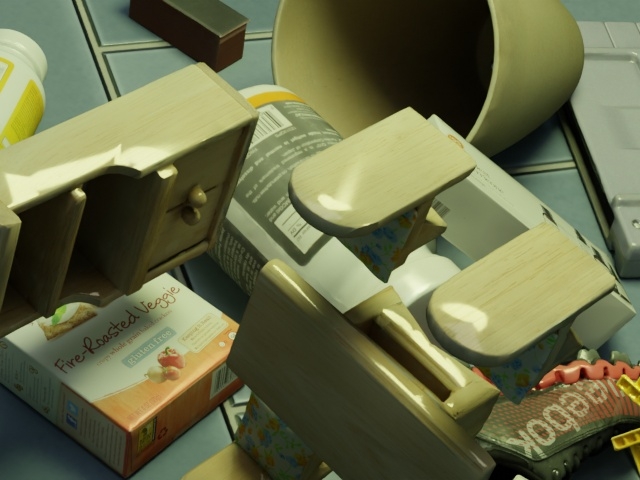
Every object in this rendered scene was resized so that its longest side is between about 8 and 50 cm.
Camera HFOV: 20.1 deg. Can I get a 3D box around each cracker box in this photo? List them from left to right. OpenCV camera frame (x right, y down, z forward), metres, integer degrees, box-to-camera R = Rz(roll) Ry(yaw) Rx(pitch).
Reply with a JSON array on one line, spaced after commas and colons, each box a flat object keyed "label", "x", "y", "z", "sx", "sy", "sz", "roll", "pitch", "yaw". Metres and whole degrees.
[{"label": "cracker box", "x": -0.195, "y": 0.078, "z": 1.535, "sx": 0.232, "sy": 0.067, "sz": 0.156, "roll": 33, "pitch": 47, "yaw": 23}]

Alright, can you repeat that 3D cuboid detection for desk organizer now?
[{"label": "desk organizer", "x": -0.139, "y": -0.233, "z": 1.886, "sx": 0.130, "sy": 0.050, "sz": 0.047, "roll": 34, "pitch": 48, "yaw": 23}]

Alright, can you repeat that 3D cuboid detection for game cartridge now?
[{"label": "game cartridge", "x": 0.371, "y": -0.105, "z": 1.852, "sx": 0.230, "sy": 0.068, "sz": 0.355, "roll": -4, "pitch": 45, "yaw": -9}]

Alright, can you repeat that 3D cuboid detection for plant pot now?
[{"label": "plant pot", "x": 0.137, "y": -0.181, "z": 1.758, "sx": 0.256, "sy": 0.256, "sz": 0.274, "roll": 41, "pitch": 27, "yaw": 28}]

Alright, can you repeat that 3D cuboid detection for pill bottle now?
[{"label": "pill bottle", "x": -0.318, "y": -0.116, "z": 1.688, "sx": 0.103, "sy": 0.103, "sz": 0.184, "roll": 14, "pitch": 43, "yaw": 3}, {"label": "pill bottle", "x": 0.000, "y": 0.000, "z": 1.589, "sx": 0.162, "sy": 0.162, "sz": 0.278, "roll": -24, "pitch": 54, "yaw": -32}]

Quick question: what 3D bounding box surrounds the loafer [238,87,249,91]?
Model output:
[{"label": "loafer", "x": -0.047, "y": -0.114, "z": 1.758, "sx": 0.080, "sy": 0.078, "sz": 0.220, "roll": 32, "pitch": 47, "yaw": 22}]

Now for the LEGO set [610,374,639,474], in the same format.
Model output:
[{"label": "LEGO set", "x": 0.321, "y": 0.138, "z": 1.474, "sx": 0.132, "sy": 0.287, "sz": 0.107, "roll": 3, "pitch": 7, "yaw": 39}]

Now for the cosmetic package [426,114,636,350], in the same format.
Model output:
[{"label": "cosmetic package", "x": 0.173, "y": -0.006, "z": 1.599, "sx": 0.239, "sy": 0.060, "sz": 0.099, "roll": 36, "pitch": 19, "yaw": -27}]

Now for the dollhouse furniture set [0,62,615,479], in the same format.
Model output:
[{"label": "dollhouse furniture set", "x": -0.061, "y": 0.081, "z": 1.301, "sx": 0.394, "sy": 0.362, "sz": 0.256, "roll": 43, "pitch": 47, "yaw": 20}]

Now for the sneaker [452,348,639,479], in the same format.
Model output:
[{"label": "sneaker", "x": 0.182, "y": 0.166, "z": 1.501, "sx": 0.276, "sy": 0.097, "sz": 0.135, "roll": -2, "pitch": 60, "yaw": -27}]

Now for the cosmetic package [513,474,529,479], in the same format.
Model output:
[{"label": "cosmetic package", "x": 0.144, "y": 0.243, "z": 1.393, "sx": 0.041, "sy": 0.115, "sz": 0.060, "roll": 28, "pitch": 46, "yaw": 15}]
